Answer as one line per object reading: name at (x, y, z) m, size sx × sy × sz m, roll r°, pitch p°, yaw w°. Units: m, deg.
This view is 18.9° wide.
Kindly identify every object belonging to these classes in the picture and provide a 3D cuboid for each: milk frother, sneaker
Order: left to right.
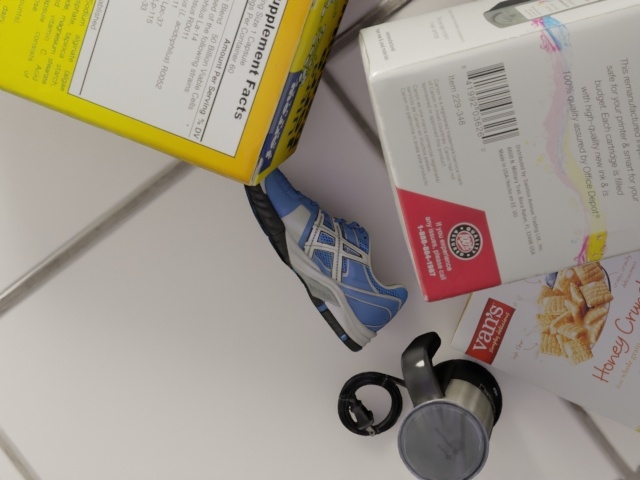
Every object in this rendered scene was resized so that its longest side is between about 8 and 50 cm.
sneaker at (0.000, 0.000, 1.811) m, size 0.081 × 0.080 × 0.211 m, roll -36°, pitch 97°, yaw -2°
milk frother at (0.086, 0.170, 1.794) m, size 0.143 × 0.135 × 0.129 m, roll -40°, pitch 92°, yaw 16°

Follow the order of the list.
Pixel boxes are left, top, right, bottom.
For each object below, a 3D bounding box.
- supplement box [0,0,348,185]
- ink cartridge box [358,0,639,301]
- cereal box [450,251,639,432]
supplement box at (-0.172, -0.214, 1.725) m, size 0.357 × 0.195 × 0.194 m, roll 22°, pitch 106°, yaw 6°
ink cartridge box at (0.205, -0.100, 1.650) m, size 0.306 × 0.131 × 0.226 m, roll -14°, pitch 114°, yaw 1°
cereal box at (0.262, 0.068, 1.783) m, size 0.240 × 0.047 × 0.173 m, roll 23°, pitch 104°, yaw 5°
